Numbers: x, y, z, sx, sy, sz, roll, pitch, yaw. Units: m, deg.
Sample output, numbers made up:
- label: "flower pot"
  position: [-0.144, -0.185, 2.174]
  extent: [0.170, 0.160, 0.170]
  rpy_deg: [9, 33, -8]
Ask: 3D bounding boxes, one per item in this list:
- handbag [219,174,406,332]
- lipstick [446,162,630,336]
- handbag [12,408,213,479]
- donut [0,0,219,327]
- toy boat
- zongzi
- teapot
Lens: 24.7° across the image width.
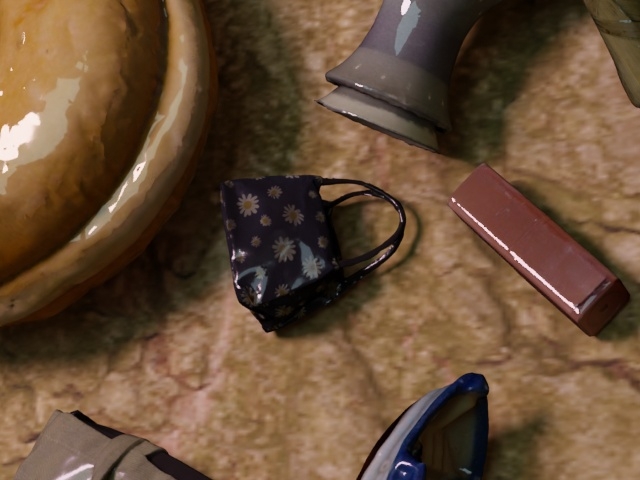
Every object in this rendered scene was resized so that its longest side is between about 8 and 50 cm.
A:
- label: "handbag"
  position: [0.000, 0.000, 1.139]
  extent: [0.139, 0.072, 0.115]
  rpy_deg: [-13, 61, 7]
- label: "lipstick"
  position: [0.157, 0.006, 1.063]
  extent: [0.045, 0.045, 0.145]
  rpy_deg: [-47, 56, 3]
- label: "handbag"
  position: [-0.151, 0.276, 1.065]
  extent: [0.315, 0.109, 0.253]
  rpy_deg: [19, 74, 37]
- label: "donut"
  position: [-0.279, -0.133, 1.250]
  extent: [0.449, 0.198, 0.449]
  rpy_deg: [-10, 66, 23]
- label: "toy boat"
  position: [0.088, 0.214, 0.963]
  extent: [0.115, 0.114, 0.262]
  rpy_deg: [-20, 57, 33]
- label: "zongzi"
  position: [0.216, -0.154, 1.065]
  extent: [0.052, 0.113, 0.104]
  rpy_deg: [-30, 50, 55]
- label: "teapot"
  position: [0.094, -0.199, 1.117]
  extent: [0.183, 0.183, 0.251]
  rpy_deg: [24, 93, 32]
